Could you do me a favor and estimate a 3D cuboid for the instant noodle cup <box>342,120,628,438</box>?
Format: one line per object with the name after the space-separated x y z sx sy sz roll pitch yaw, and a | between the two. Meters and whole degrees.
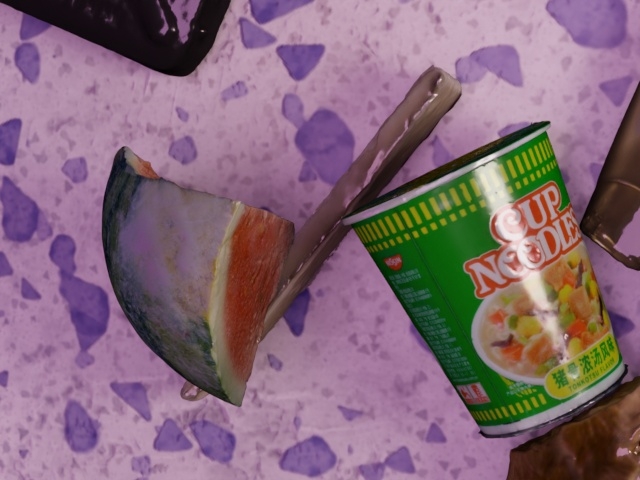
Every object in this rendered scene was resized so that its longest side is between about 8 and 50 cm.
0.159 0.039 1.160 0.207 0.207 0.232 -26 94 16 | instant noodle cup

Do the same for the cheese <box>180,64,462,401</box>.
-0.002 -0.002 1.247 0.034 0.085 0.400 41 103 14 | cheese

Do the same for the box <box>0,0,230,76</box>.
-0.199 -0.341 1.294 0.289 0.073 0.290 25 99 14 | box

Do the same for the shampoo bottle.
0.347 -0.135 1.141 0.126 0.084 0.350 33 101 14 | shampoo bottle

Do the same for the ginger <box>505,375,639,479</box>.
0.262 0.240 1.138 0.276 0.130 0.221 -29 76 43 | ginger

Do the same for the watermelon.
-0.114 0.013 1.166 0.176 0.260 0.256 -32 70 9 | watermelon
